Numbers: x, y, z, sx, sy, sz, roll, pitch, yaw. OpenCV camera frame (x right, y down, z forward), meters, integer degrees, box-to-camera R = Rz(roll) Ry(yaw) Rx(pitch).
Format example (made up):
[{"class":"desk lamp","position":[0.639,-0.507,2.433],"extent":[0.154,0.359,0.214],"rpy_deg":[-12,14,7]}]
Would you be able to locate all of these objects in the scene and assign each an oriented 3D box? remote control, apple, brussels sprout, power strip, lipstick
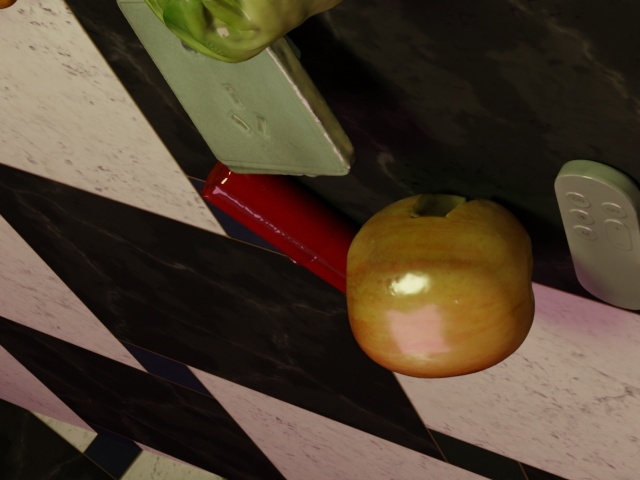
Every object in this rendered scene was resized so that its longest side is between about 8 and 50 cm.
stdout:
[{"class":"remote control","position":[0.259,-0.001,1.357],"extent":[0.077,0.022,0.245],"rpy_deg":[20,159,25]},{"class":"apple","position":[0.118,0.039,1.419],"extent":[0.199,0.199,0.199],"rpy_deg":[24,160,9]},{"class":"brussels sprout","position":[-0.067,-0.229,1.024],"extent":[0.223,0.161,0.223],"rpy_deg":[36,149,26]},{"class":"power strip","position":[-0.062,-0.153,1.333],"extent":[0.198,0.064,0.213],"rpy_deg":[7,139,49]},{"class":"lipstick","position":[0.000,0.000,1.631],"extent":[0.280,0.073,0.073],"rpy_deg":[36,159,-21]}]

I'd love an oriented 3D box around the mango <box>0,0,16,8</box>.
[{"class":"mango","position":[-0.325,-0.252,1.464],"extent":[0.089,0.046,0.060],"rpy_deg":[26,168,39]}]
